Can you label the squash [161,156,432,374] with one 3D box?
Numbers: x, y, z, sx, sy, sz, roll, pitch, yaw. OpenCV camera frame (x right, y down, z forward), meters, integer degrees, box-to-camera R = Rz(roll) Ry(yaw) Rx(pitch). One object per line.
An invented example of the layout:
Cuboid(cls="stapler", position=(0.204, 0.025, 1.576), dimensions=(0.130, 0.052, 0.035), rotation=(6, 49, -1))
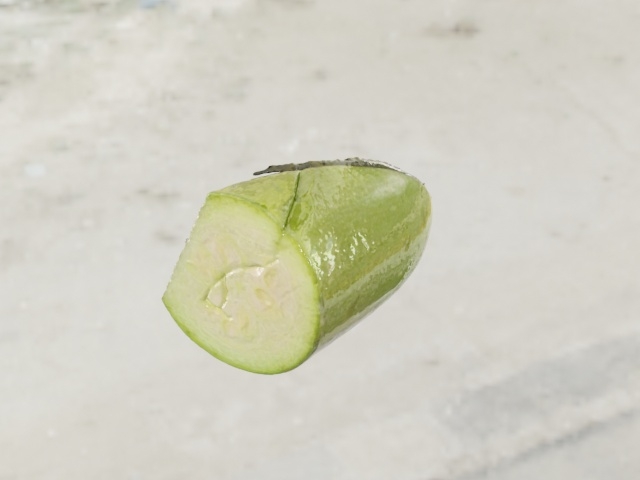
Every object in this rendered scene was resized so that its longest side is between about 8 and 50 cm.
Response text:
Cuboid(cls="squash", position=(0.000, 0.000, 2.069), dimensions=(0.210, 0.234, 0.309), rotation=(34, 39, 12))
